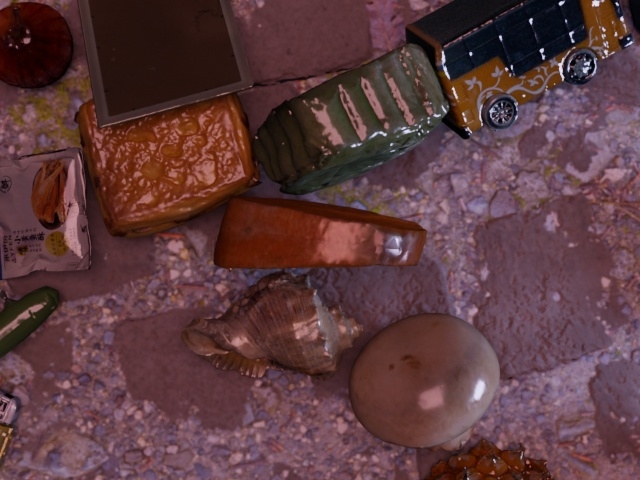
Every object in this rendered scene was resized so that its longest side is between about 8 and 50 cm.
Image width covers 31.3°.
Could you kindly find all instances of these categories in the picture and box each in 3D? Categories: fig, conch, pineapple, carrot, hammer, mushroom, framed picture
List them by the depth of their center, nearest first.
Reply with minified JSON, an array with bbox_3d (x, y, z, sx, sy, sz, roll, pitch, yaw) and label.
[{"bbox_3d":[0.240,0.391,1.454,0.262,0.272,0.262,0,85,0],"label":"pineapple"},{"bbox_3d":[0.000,0.000,1.481,0.258,0.307,0.100,1,96,-35],"label":"carrot"},{"bbox_3d":[-0.063,0.128,1.531,0.245,0.163,0.178,-5,126,4],"label":"conch"},{"bbox_3d":[0.145,0.205,1.532,0.204,0.204,0.204,0,85,0],"label":"mushroom"},{"bbox_3d":[-0.490,0.169,1.536,0.335,0.206,0.119,-42,125,-19],"label":"hammer"},{"bbox_3d":[-0.219,-0.277,1.581,0.216,0.016,0.273,-15,54,-1],"label":"framed picture"},{"bbox_3d":[-0.400,-0.276,1.589,0.128,0.150,0.128,8,76,-38],"label":"fig"}]

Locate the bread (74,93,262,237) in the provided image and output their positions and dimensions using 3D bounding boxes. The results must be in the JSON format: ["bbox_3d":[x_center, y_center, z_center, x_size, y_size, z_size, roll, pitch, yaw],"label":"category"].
[{"bbox_3d":[-0.208,-0.124,1.590,0.235,0.099,0.210,-18,82,3],"label":"bread"}]

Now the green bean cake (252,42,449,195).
[{"bbox_3d":[0.032,-0.151,1.516,0.227,0.222,0.125,-21,87,-24],"label":"green bean cake"}]

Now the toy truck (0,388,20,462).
[{"bbox_3d":[-0.455,0.265,1.572,0.063,0.052,0.123,22,86,-3],"label":"toy truck"}]

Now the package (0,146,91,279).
[{"bbox_3d":[-0.398,-0.035,1.592,0.173,0.027,0.171,-7,88,18],"label":"package"}]

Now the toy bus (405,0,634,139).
[{"bbox_3d":[0.269,-0.277,1.557,0.275,0.138,0.167,-28,119,-4],"label":"toy bus"}]

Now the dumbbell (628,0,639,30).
[{"bbox_3d":[0.583,-0.399,1.596,0.325,0.144,0.160,-44,85,-3],"label":"dumbbell"}]
